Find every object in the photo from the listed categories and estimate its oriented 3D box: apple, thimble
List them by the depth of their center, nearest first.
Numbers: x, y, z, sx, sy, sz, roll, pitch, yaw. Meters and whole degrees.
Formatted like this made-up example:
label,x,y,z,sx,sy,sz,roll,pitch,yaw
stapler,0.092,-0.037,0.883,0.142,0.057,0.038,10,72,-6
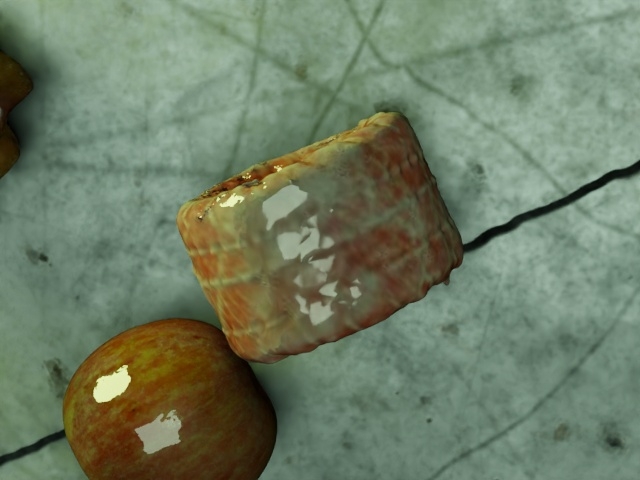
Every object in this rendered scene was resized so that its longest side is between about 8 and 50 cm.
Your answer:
label,x,y,z,sx,sy,sz,roll,pitch,yaw
thimble,0.000,0.000,1.470,0.239,0.239,0.162,-23,96,12
apple,-0.134,0.166,1.544,0.174,0.188,0.188,-30,96,1

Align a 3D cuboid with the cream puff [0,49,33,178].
label,x,y,z,sx,sy,sz,roll,pitch,yaw
cream puff,-0.402,-0.141,1.536,0.241,0.155,0.269,-35,97,14
